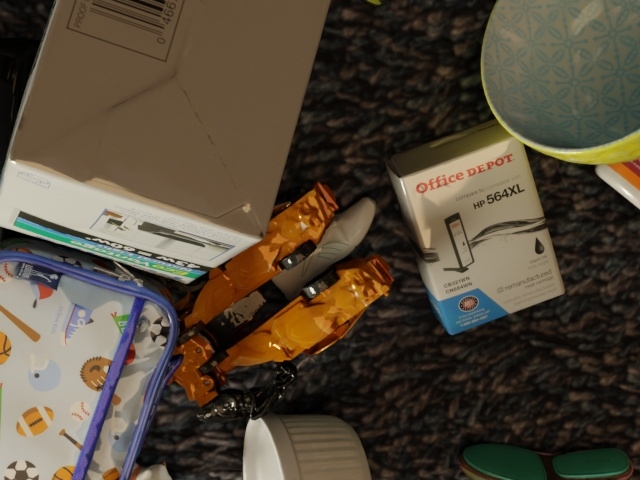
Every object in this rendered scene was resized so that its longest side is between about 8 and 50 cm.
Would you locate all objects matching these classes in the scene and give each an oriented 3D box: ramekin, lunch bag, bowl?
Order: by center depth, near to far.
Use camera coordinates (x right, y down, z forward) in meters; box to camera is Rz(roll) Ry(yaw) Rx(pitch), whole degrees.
[{"bbox_3d":[-0.282,0.153,1.545,0.243,0.115,0.303,20,97,-10],"label":"lunch bag"},{"bbox_3d":[0.334,-0.198,1.556,0.156,0.289,0.289,29,103,-45],"label":"bowl"},{"bbox_3d":[-0.013,0.297,1.671,0.109,0.207,0.207,-4,108,-17],"label":"ramekin"}]

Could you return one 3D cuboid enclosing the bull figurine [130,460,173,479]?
[{"bbox_3d":[-0.318,0.314,1.679,0.310,0.101,0.188,16,106,-13],"label":"bull figurine"}]

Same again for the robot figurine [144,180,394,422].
[{"bbox_3d":[-0.073,0.074,1.620,0.291,0.085,0.211,-35,96,18],"label":"robot figurine"}]

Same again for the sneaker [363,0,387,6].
[{"bbox_3d":[0.012,-0.384,1.511,0.121,0.111,0.300,-29,111,-3],"label":"sneaker"}]

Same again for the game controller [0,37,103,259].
[{"bbox_3d":[-0.313,-0.060,1.593,0.166,0.067,0.319,2,108,-24],"label":"game controller"}]

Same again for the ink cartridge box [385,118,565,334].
[{"bbox_3d":[0.177,-0.017,1.658,0.148,0.086,0.203,-20,110,-2],"label":"ink cartridge box"}]

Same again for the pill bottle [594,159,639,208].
[{"bbox_3d":[0.424,-0.128,1.642,0.121,0.121,0.221,37,99,-17],"label":"pill bottle"}]

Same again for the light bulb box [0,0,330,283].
[{"bbox_3d":[-0.147,-0.170,1.361,0.225,0.361,0.358,18,78,-13],"label":"light bulb box"}]

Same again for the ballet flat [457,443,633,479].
[{"bbox_3d":[0.274,0.296,1.784,0.221,0.077,0.079,1,126,-9],"label":"ballet flat"}]

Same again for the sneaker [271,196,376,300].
[{"bbox_3d":[0.000,0.000,1.655,0.152,0.054,0.061,-43,105,6],"label":"sneaker"}]
